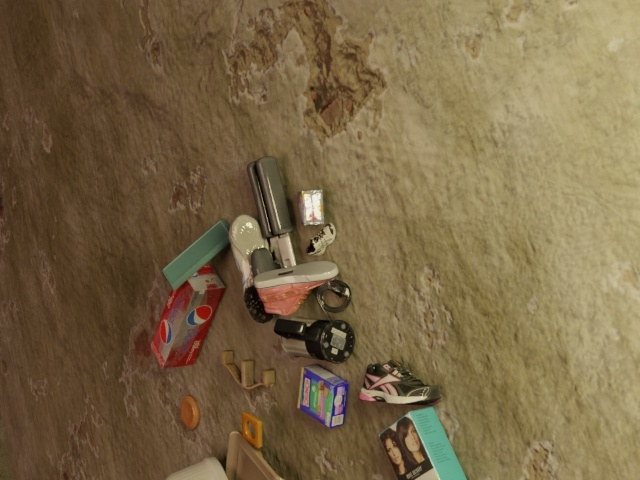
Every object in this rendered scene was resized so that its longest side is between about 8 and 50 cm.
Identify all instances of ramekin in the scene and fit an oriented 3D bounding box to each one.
[{"bbox_3d":[-0.277,0.641,1.995,0.273,0.127,0.273,171,90,-68],"label":"ramekin"}]

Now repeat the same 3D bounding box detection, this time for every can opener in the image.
[{"bbox_3d":[-0.110,-0.028,1.803,0.076,0.095,0.283,-17,87,54],"label":"can opener"}]

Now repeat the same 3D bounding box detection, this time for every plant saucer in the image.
[{"bbox_3d":[-0.280,0.030,2.001,0.192,0.018,0.067,-40,55,2],"label":"plant saucer"},{"bbox_3d":[-0.327,0.429,2.187,0.083,0.013,0.083,6,98,51],"label":"plant saucer"}]

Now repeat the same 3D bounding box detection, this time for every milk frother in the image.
[{"bbox_3d":[-0.005,0.155,1.706,0.135,0.129,0.143,-1,50,51],"label":"milk frother"}]

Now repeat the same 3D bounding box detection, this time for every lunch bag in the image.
[{"bbox_3d":[-0.020,-0.065,1.724,0.083,0.053,0.071,177,89,-77],"label":"lunch bag"}]

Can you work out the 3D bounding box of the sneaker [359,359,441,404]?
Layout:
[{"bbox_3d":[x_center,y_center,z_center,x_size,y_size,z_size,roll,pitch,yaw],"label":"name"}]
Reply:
[{"bbox_3d":[0.134,0.249,1.548,0.178,0.072,0.077,-4,79,46],"label":"sneaker"}]

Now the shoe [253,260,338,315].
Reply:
[{"bbox_3d":[-0.040,0.096,1.734,0.178,0.063,0.081,-10,113,19],"label":"shoe"}]

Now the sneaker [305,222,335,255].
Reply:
[{"bbox_3d":[0.000,0.000,1.718,0.032,0.037,0.083,56,131,35],"label":"sneaker"}]

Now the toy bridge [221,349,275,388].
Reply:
[{"bbox_3d":[-0.162,0.298,1.957,0.188,0.026,0.063,15,107,50],"label":"toy bridge"}]

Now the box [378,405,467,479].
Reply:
[{"bbox_3d":[0.194,0.416,1.489,0.100,0.060,0.244,-48,57,42],"label":"box"}]

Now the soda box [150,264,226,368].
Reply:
[{"bbox_3d":[-0.318,0.184,2.090,0.083,0.092,0.263,51,129,35],"label":"soda box"}]

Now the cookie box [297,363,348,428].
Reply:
[{"bbox_3d":[0.004,0.307,1.736,0.107,0.040,0.092,22,110,50],"label":"cookie box"}]

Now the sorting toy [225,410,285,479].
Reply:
[{"bbox_3d":[-0.135,0.532,1.918,0.196,0.047,0.348,34,126,43],"label":"sorting toy"}]

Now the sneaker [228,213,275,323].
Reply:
[{"bbox_3d":[-0.138,0.059,1.877,0.086,0.085,0.237,-163,61,-89],"label":"sneaker"}]
